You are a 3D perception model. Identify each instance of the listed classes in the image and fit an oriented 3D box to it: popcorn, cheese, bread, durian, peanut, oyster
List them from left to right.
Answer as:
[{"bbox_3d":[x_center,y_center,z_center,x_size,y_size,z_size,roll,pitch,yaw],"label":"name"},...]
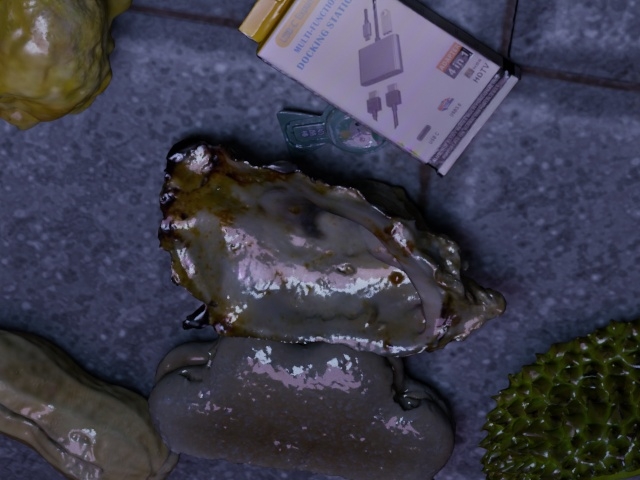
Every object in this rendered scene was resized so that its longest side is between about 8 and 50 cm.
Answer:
[{"bbox_3d":[-0.280,-0.205,1.726,0.191,0.190,0.253,15,125,-7],"label":"popcorn"},{"bbox_3d":[-0.292,0.192,2.068,0.290,0.130,0.130,31,127,-8],"label":"peanut"},{"bbox_3d":[-0.018,0.165,1.999,0.337,0.102,0.183,8,128,5],"label":"bread"},{"bbox_3d":[0.011,-0.001,1.871,0.361,0.096,0.221,5,127,10],"label":"oyster"},{"bbox_3d":[0.020,-0.111,1.828,0.120,0.026,0.067,-6,124,18],"label":"cheese"},{"bbox_3d":[0.324,0.176,1.923,0.352,0.158,0.169,-17,157,12],"label":"durian"}]

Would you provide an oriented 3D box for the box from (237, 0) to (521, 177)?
[{"bbox_3d":[0.054,-0.174,1.755,0.247,0.033,0.129,31,115,-11],"label":"box"}]
